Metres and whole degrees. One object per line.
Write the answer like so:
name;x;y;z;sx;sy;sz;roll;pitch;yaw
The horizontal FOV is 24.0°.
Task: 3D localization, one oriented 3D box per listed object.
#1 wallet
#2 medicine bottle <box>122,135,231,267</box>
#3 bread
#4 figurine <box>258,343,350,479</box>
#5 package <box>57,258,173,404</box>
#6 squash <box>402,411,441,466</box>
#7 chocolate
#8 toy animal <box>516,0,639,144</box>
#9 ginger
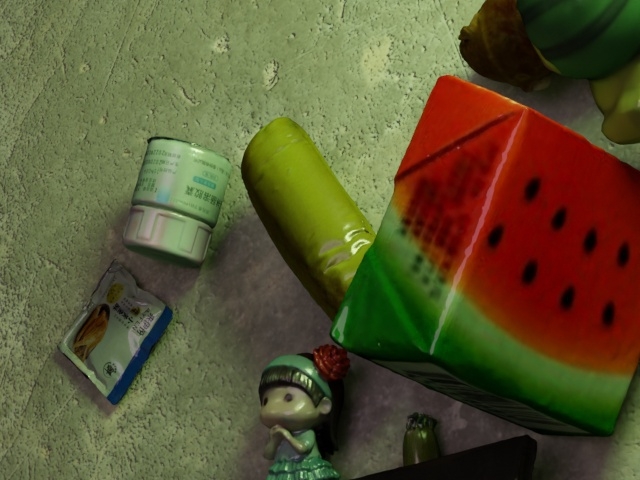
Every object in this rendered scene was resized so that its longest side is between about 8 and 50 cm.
wallet;0.119;0.331;1.821;0.309;0.042;0.165;-19;36;38
medicine bottle;-0.214;-0.055;2.229;0.135;0.135;0.168;9;78;36
bread;0.000;0.000;2.040;0.112;0.166;0.383;-24;55;-13
figurine;-0.018;0.266;2.001;0.138;0.110;0.245;-9;73;29
package;-0.313;0.138;2.290;0.173;0.027;0.171;37;95;40
squash;0.134;0.309;1.914;0.052;0.052;0.183;-20;65;27
chocolate;0.237;0.032;1.739;0.161;0.360;0.341;14;81;55
toy animal;0.378;-0.226;1.713;0.191;0.338;0.216;-32;23;42
ginger;0.365;-0.308;1.904;0.418;0.176;0.254;-38;83;29
